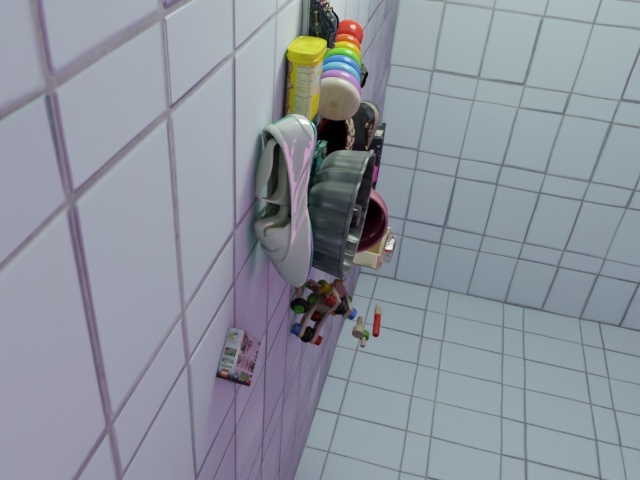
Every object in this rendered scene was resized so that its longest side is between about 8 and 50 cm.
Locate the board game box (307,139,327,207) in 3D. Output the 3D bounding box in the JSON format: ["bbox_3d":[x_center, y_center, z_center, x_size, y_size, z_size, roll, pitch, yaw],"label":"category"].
[{"bbox_3d":[-0.017,-0.146,1.599,0.126,0.026,0.186,-64,164,-58],"label":"board game box"}]

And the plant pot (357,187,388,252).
[{"bbox_3d":[0.092,-0.092,1.830,0.180,0.201,0.201,-85,-179,-58],"label":"plant pot"}]

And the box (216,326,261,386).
[{"bbox_3d":[-0.186,0.274,1.477,0.207,0.036,0.114,73,30,-72],"label":"box"}]

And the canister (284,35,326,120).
[{"bbox_3d":[-0.037,-0.369,1.469,0.126,0.073,0.170,-66,166,-54],"label":"canister"}]

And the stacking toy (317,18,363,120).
[{"bbox_3d":[0.062,-0.498,1.793,0.141,0.141,0.330,89,10,-54],"label":"stacking toy"}]

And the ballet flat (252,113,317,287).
[{"bbox_3d":[-0.091,-0.077,1.401,0.139,0.139,0.400,-57,153,-67],"label":"ballet flat"}]

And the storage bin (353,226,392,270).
[{"bbox_3d":[0.093,-0.001,2.160,0.260,0.262,0.123,-34,136,-77],"label":"storage bin"}]

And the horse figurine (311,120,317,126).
[{"bbox_3d":[-0.070,-0.151,1.573,0.174,0.066,0.263,-61,160,-47],"label":"horse figurine"}]

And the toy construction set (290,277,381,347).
[{"bbox_3d":[0.058,0.215,2.179,0.237,0.308,0.257,-76,180,-49],"label":"toy construction set"}]

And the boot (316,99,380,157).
[{"bbox_3d":[0.056,-0.246,1.972,0.284,0.138,0.377,-32,146,-64],"label":"boot"}]

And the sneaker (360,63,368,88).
[{"bbox_3d":[0.097,-0.542,1.942,0.083,0.118,0.222,87,17,-59],"label":"sneaker"}]

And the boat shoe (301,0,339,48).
[{"bbox_3d":[0.004,-0.539,1.474,0.065,0.083,0.183,-67,166,-51],"label":"boat shoe"}]

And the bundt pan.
[{"bbox_3d":[0.038,-0.071,1.562,0.331,0.124,0.331,13,90,-80],"label":"bundt pan"}]

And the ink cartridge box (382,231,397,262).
[{"bbox_3d":[0.230,0.017,2.095,0.115,0.029,0.063,90,17,-55],"label":"ink cartridge box"}]

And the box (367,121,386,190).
[{"bbox_3d":[0.149,-0.323,2.418,0.142,0.163,0.247,-72,170,-55],"label":"box"}]
